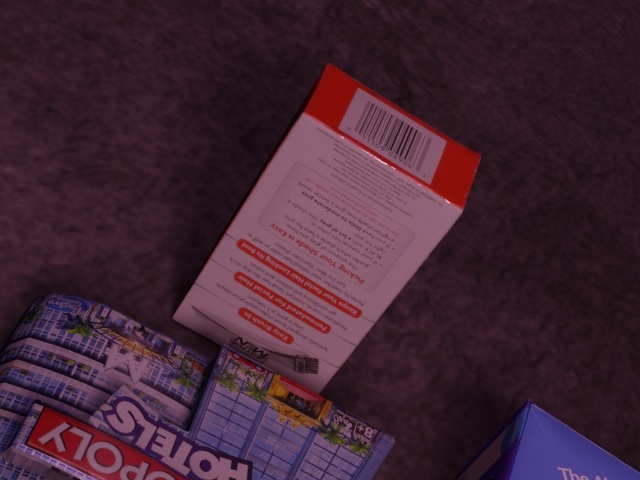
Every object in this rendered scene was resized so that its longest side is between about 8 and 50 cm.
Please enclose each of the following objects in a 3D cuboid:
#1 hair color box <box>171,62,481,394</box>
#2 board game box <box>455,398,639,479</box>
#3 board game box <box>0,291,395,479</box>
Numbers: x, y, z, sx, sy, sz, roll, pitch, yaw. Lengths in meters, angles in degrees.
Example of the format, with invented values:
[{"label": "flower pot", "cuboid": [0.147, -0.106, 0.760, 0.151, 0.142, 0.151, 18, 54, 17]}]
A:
[{"label": "hair color box", "cuboid": [0.000, 0.000, 0.751, 0.093, 0.167, 0.053, 31, 39, -5]}, {"label": "board game box", "cuboid": [0.202, 0.263, 0.702, 0.347, 0.078, 0.233, 33, 38, -3]}, {"label": "board game box", "cuboid": [-0.077, 0.127, 0.651, 0.194, 0.060, 0.194, 29, 38, -8]}]
